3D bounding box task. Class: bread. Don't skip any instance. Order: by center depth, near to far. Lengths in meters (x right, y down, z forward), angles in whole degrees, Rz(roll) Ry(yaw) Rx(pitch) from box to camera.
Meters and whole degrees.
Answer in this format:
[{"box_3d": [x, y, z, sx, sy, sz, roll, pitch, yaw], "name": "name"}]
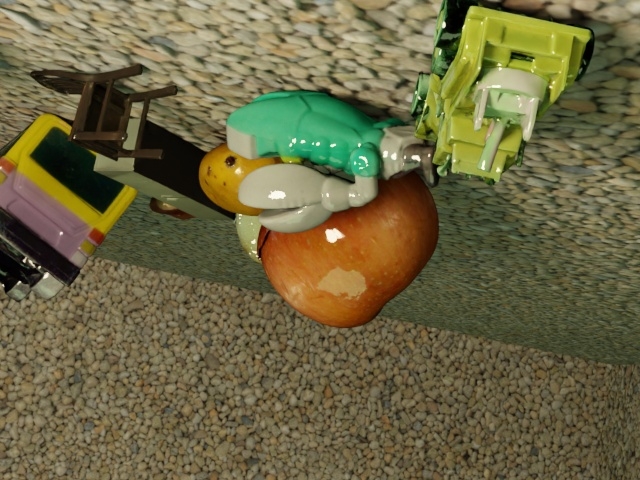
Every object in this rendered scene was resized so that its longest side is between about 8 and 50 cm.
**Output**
[{"box_3d": [-0.249, -0.079, 1.658, 0.119, 0.067, 0.192, 8, 174, -28], "name": "bread"}]

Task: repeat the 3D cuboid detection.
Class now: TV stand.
[{"box_3d": [-0.232, -0.107, 1.426, 0.083, 0.088, 0.269, 5, 169, 31], "name": "TV stand"}]

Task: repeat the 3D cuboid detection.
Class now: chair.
[{"box_3d": [-0.294, -0.161, 1.151, 0.213, 0.101, 0.084, 3, 167, 32], "name": "chair"}]

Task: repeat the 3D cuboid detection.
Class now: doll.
[{"box_3d": [0.006, -0.088, 1.041, 0.195, 0.153, 0.258, -17, -150, -33], "name": "doll"}]

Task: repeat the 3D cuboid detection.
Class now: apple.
[{"box_3d": [0.045, 0.001, 1.264, 0.251, 0.206, 0.272, -29, 166, -49], "name": "apple"}]

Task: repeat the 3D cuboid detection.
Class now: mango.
[{"box_3d": [-0.108, -0.088, 1.337, 0.147, 0.109, 0.227, 8, 172, -10], "name": "mango"}]

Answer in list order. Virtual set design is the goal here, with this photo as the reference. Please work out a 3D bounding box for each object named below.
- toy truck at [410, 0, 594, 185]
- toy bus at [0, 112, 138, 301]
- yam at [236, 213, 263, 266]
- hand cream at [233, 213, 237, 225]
[{"box_3d": [0.148, -0.117, 0.839, 0.128, 0.135, 0.259, 11, 173, -2], "name": "toy truck"}, {"box_3d": [-0.506, -0.052, 1.548, 0.209, 0.249, 0.440, 41, 157, -20], "name": "toy bus"}, {"box_3d": [0.000, 0.000, 1.569, 0.168, 0.168, 0.304, 4, 169, 33], "name": "yam"}, {"box_3d": [-0.138, -0.049, 1.713, 0.052, 0.075, 0.248, 7, 173, -6], "name": "hand cream"}]
